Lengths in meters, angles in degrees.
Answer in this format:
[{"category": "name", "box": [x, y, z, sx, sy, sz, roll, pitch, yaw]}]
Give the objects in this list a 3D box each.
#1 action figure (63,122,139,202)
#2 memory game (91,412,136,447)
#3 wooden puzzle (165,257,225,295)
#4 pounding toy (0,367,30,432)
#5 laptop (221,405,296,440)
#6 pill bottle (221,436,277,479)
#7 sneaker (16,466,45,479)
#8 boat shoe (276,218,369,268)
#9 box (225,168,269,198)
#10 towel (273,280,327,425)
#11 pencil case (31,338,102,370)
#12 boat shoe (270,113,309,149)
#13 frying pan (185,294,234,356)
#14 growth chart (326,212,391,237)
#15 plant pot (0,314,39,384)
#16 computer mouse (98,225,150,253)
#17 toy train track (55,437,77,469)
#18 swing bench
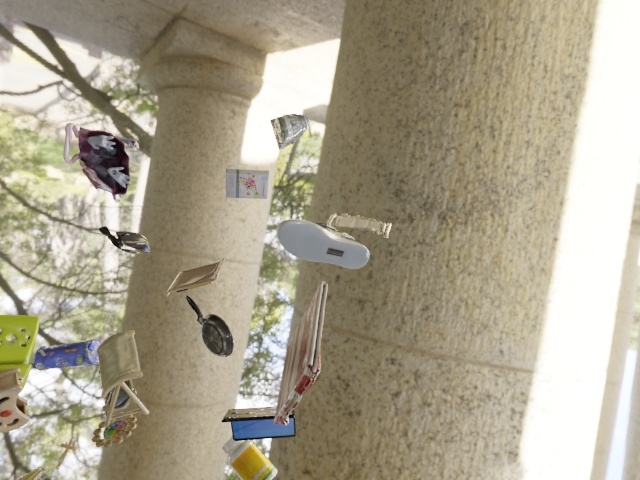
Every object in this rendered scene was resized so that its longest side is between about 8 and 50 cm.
[{"category": "action figure", "box": [-0.797, -0.267, 1.608, 0.276, 0.248, 0.370, 10, -176, -40]}, {"category": "memory game", "box": [-0.876, 0.802, 1.931, 0.186, 0.012, 0.186, -8, -156, 3]}, {"category": "wooden puzzle", "box": [-0.529, 0.161, 1.955, 0.239, 0.044, 0.221, -19, -163, 3]}, {"category": "pounding toy", "box": [-0.962, 0.535, 1.378, 0.154, 0.269, 0.155, 9, -149, -44]}, {"category": "laptop", "box": [-0.201, 0.643, 1.552, 0.234, 0.136, 0.264, -3, 171, -4]}, {"category": "pill bottle", "box": [-0.269, 0.820, 1.690, 0.208, 0.117, 0.117, 45, -172, 12]}, {"category": "sneaker", "box": [-0.951, 0.735, 1.195, 0.182, 0.158, 0.410, 38, -135, 17]}, {"category": "boat shoe", "box": [0.002, -0.004, 1.334, 0.306, 0.113, 0.105, 13, -159, -28]}, {"category": "box", "box": [-0.325, -0.249, 2.012, 0.186, 0.038, 0.145, 1, 138, -11]}, {"category": "towel", "box": [-0.045, 0.284, 1.116, 0.037, 0.237, 0.329, 16, 136, -8]}, {"category": "pencil case", "box": [-1.193, 0.540, 2.149, 0.306, 0.119, 0.133, -8, 139, 4]}, {"category": "boat shoe", "box": [-0.115, -0.402, 1.645, 0.103, 0.118, 0.320, -18, -171, -9]}, {"category": "frying pan", "box": [-0.476, 0.354, 1.941, 0.197, 0.326, 0.053, -34, 173, 40]}, {"category": "growth chart", "box": [0.136, -0.059, 1.592, 0.237, 0.021, 0.172, 10, -160, 17]}, {"category": "plant pot", "box": [-1.065, 0.386, 1.480, 0.227, 0.207, 0.228, 8, 139, -37]}, {"category": "computer mouse", "box": [-0.816, 0.006, 1.983, 0.184, 0.060, 0.262, 35, 180, 31]}, {"category": "toy train track", "box": [-0.726, 0.604, 1.288, 0.048, 0.083, 0.014, 15, 149, 2]}, {"category": "swing bench", "box": [-0.806, 0.547, 1.829, 0.165, 0.254, 0.253, -9, -144, -24]}]
